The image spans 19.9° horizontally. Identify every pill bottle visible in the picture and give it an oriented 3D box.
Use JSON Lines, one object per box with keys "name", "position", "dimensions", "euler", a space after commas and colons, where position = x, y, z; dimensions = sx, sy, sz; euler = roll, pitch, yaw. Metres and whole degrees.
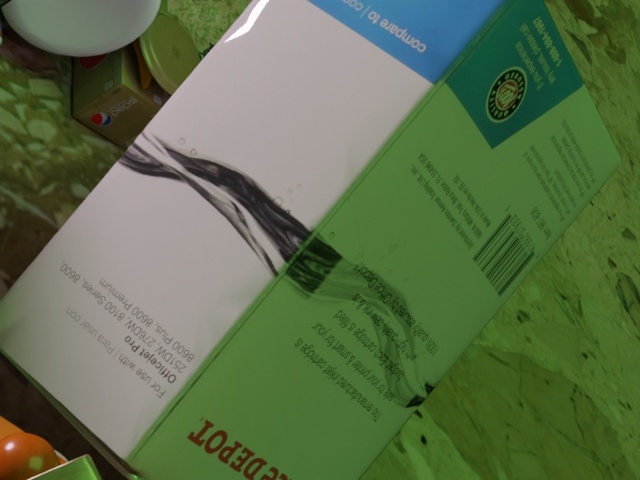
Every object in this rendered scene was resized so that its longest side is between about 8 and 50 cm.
{"name": "pill bottle", "position": [-0.201, -0.275, 1.493], "dimensions": [0.130, 0.130, 0.246], "euler": [36, 31, -38]}

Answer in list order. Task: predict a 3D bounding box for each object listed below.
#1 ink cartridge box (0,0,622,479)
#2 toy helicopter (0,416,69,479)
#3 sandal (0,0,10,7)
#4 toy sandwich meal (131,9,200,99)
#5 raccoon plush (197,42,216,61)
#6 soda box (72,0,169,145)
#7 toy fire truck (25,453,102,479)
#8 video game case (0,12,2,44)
{"name": "ink cartridge box", "position": [0.000, 0.000, 1.253], "dimensions": [0.166, 0.395, 0.285], "euler": [37, -5, 30]}
{"name": "toy helicopter", "position": [-0.105, 0.187, 1.045], "dimensions": [0.140, 0.355, 0.235], "euler": [-65, 138, -54]}
{"name": "sandal", "position": [-0.304, -0.156, 1.185], "dimensions": [0.167, 0.107, 0.446], "euler": [45, 50, -15]}
{"name": "toy sandwich meal", "position": [-0.130, -0.151, 1.494], "dimensions": [0.085, 0.029, 0.085], "euler": [38, 41, -43]}
{"name": "raccoon plush", "position": [0.053, -0.153, 1.631], "dimensions": [0.216, 0.299, 0.446], "euler": [57, 30, -8]}
{"name": "soda box", "position": [-0.169, -0.175, 1.544], "dimensions": [0.058, 0.061, 0.181], "euler": [32, 41, -40]}
{"name": "toy fire truck", "position": [-0.210, 0.234, 0.951], "dimensions": [0.217, 0.246, 0.158], "euler": [56, 30, -9]}
{"name": "video game case", "position": [-0.337, -0.302, 1.426], "dimensions": [0.204, 0.025, 0.285], "euler": [27, 45, -45]}
